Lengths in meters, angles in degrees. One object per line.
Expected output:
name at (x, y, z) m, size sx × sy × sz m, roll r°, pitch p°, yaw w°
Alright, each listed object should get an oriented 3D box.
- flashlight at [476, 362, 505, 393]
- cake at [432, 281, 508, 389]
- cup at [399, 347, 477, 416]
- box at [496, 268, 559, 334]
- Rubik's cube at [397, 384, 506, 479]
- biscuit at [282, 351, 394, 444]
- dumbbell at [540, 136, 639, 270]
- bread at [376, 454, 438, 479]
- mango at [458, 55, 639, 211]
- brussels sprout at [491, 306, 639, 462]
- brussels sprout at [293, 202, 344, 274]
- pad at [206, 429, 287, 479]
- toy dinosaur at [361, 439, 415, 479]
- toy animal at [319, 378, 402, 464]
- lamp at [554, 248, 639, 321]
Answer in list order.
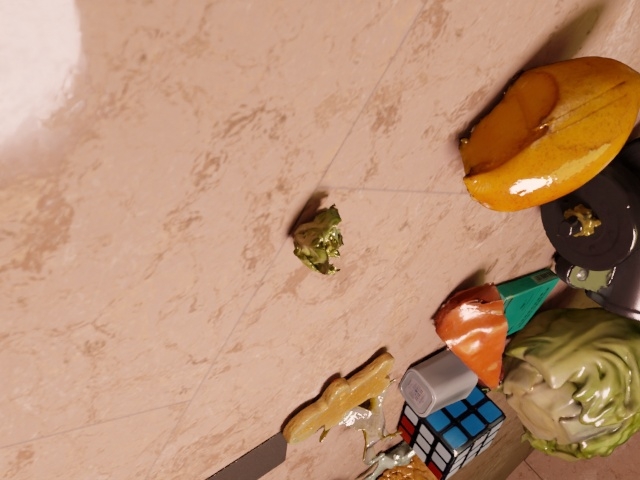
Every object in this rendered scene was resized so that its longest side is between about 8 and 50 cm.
flashlight at (0.359, 0.345, 1.699) m, size 0.093 × 0.093 × 0.232 m, roll -28°, pitch 152°, yaw -26°
cake at (0.288, 0.191, 1.358) m, size 0.135 × 0.098 × 0.287 m, roll -26°, pitch 136°, yaw -4°
cup at (0.233, 0.295, 1.465) m, size 0.129 × 0.095 × 0.128 m, roll -16°, pitch 143°, yaw -35°
box at (0.397, 0.145, 1.519) m, size 0.226 × 0.042 × 0.161 m, roll -12°, pitch 138°, yaw -44°
Rubik's cube at (0.286, 0.406, 1.604) m, size 0.161 × 0.162 × 0.163 m, roll -28°, pitch 149°, yaw -24°
biscuit at (0.033, 0.275, 1.249) m, size 0.234 × 0.030 × 0.153 m, roll -29°, pitch 148°, yaw -24°
dumbbell at (0.539, -0.075, 1.261) m, size 0.388 × 0.185 × 0.185 m, roll -22°, pitch 144°, yaw -33°
bread at (0.233, 0.658, 1.909) m, size 0.229 × 0.139 × 0.143 m, roll -30°, pitch 156°, yaw -21°
mango at (0.291, -0.137, 0.919) m, size 0.252 × 0.154 × 0.126 m, roll -35°, pitch 160°, yaw 12°
brussels sprout at (0.641, 0.321, 1.756) m, size 0.361 × 0.342 × 0.425 m, roll -40°, pitch 155°, yaw -20°
brussels sprout at (0.000, 0.000, 0.825) m, size 0.085 × 0.058 × 0.085 m, roll 10°, pitch 90°, yaw -69°
pad at (-0.142, 0.403, 1.230) m, size 0.211 × 0.003 × 0.143 m, roll -27°, pitch 147°, yaw -27°
toy dinosaur at (0.207, 0.522, 1.772) m, size 0.242 × 0.053 × 0.167 m, roll -4°, pitch 134°, yaw -49°
toy animal at (0.115, 0.342, 1.378) m, size 0.155 × 0.095 × 0.219 m, roll -48°, pitch 152°, yaw 16°
lamp at (0.702, 0.039, 1.528) m, size 0.374 × 0.205 × 0.272 m, roll 23°, pitch 104°, yaw -22°
